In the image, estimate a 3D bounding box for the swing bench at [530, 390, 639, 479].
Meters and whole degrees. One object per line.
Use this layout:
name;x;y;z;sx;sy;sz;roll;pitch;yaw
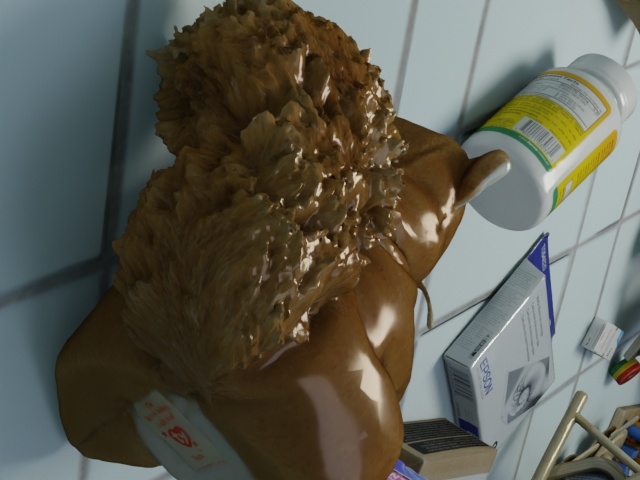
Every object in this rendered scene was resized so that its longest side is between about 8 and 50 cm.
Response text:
swing bench;0.345;0.387;1.973;0.255;0.165;0.253;-43;147;-7

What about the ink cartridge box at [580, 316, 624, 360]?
ink cartridge box;0.399;0.138;2.039;0.048;0.028;0.083;-63;150;-1

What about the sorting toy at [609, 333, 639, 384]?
sorting toy;0.531;0.124;2.097;0.132;0.046;0.274;-23;154;-30

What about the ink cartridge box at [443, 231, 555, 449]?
ink cartridge box;0.244;0.137;1.782;0.224;0.045;0.223;-48;146;-25

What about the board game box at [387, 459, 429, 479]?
board game box;0.007;0.319;1.377;0.291;0.232;0.141;-10;122;-53

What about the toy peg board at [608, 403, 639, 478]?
toy peg board;0.515;0.357;2.338;0.161;0.079;0.161;5;108;-58

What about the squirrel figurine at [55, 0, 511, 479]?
squirrel figurine;0.000;0.000;1.094;0.370;0.281;0.397;-50;150;-34

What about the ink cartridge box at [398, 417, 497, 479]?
ink cartridge box;0.091;0.330;1.658;0.193;0.088;0.234;6;108;-57

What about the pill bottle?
pill bottle;0.246;-0.112;1.522;0.208;0.117;0.117;-42;144;-32

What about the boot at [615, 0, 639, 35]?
boot;0.392;-0.355;1.622;0.207;0.090;0.248;-67;151;-17

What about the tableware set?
tableware set;0.397;0.333;2.180;0.194;0.039;0.128;-24;144;-40
